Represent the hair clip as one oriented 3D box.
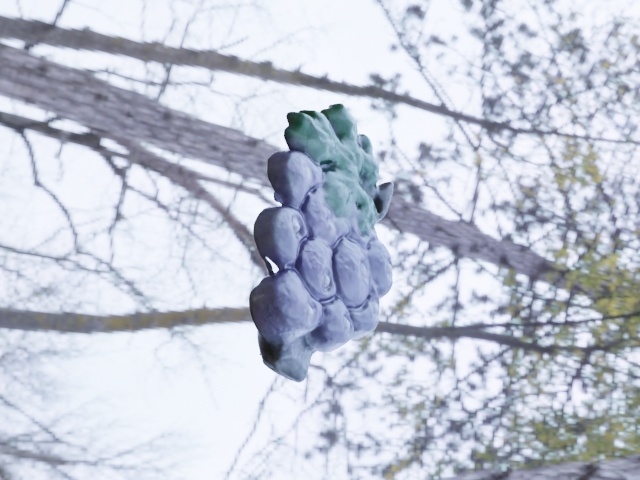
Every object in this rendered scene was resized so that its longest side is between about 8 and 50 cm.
[{"bbox_3d":[-0.002,0.000,0.694,0.052,0.124,0.195,-10,-129,32],"label":"hair clip"}]
